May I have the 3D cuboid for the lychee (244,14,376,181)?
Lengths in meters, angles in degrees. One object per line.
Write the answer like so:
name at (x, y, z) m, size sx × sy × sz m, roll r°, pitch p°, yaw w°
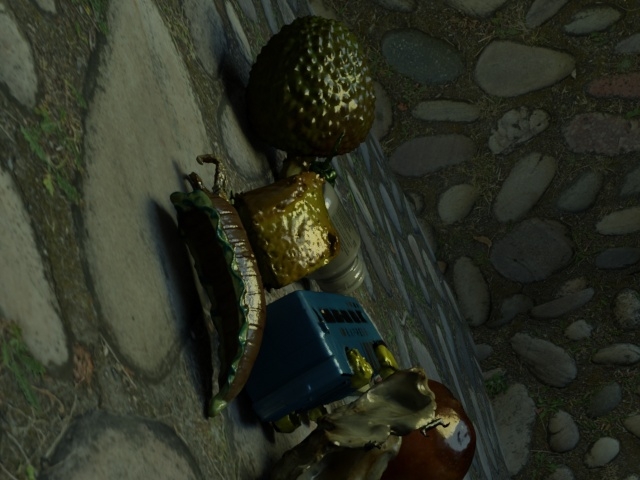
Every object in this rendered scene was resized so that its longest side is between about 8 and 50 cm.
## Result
lychee at (-0.018, -0.269, 1.778) m, size 0.320 × 0.270 × 0.270 m, roll 115°, pitch -28°, yaw -46°

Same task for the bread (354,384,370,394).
bread at (0.066, 0.263, 1.775) m, size 0.153 × 0.028 × 0.068 m, roll 31°, pitch 40°, yaw -72°

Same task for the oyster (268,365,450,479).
oyster at (0.052, 0.274, 1.214) m, size 0.133 × 0.337 × 0.198 m, roll 37°, pitch -41°, yaw 23°

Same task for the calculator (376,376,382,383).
calculator at (0.160, 0.368, 2.008) m, size 0.103 × 0.024 × 0.166 m, roll -87°, pitch 154°, yaw -61°

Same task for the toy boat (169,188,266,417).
toy boat at (-0.121, 0.072, 1.153) m, size 0.099 × 0.108 × 0.293 m, roll -2°, pitch 68°, yaw -30°

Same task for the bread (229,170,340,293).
bread at (-0.045, -0.019, 1.358) m, size 0.260 × 0.147 × 0.160 m, roll 149°, pitch -80°, yaw -80°

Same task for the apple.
apple at (0.161, 0.352, 1.581) m, size 0.230 × 0.230 × 0.230 m, roll -21°, pitch 90°, yaw -78°

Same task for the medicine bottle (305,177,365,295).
medicine bottle at (0.000, 0.000, 1.679) m, size 0.135 × 0.135 × 0.215 m, roll -96°, pitch 160°, yaw -51°

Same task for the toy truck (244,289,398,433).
toy truck at (-0.007, 0.171, 1.352) m, size 0.162 × 0.161 × 0.385 m, roll 59°, pitch 11°, yaw 12°

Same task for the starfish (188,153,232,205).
starfish at (-0.130, -0.021, 1.282) m, size 0.150 × 0.053 × 0.210 m, roll 87°, pitch -18°, yaw -52°

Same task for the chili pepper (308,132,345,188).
chili pepper at (0.001, -0.075, 1.764) m, size 0.065 × 0.122 × 0.279 m, roll 50°, pitch -24°, yaw 29°
